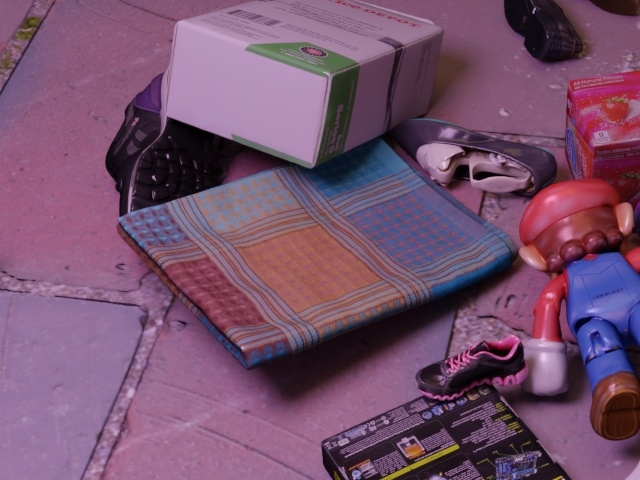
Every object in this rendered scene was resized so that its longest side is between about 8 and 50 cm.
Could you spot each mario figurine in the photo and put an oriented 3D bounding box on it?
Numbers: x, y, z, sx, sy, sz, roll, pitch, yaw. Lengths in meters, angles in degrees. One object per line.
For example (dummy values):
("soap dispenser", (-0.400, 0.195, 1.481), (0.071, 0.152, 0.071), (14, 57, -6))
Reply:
("mario figurine", (0.306, 0.069, 1.683), (0.198, 0.170, 0.321), (7, 40, -19))

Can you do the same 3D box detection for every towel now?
("towel", (0.000, 0.000, 1.776), (0.370, 0.040, 0.271), (-19, 44, -33))

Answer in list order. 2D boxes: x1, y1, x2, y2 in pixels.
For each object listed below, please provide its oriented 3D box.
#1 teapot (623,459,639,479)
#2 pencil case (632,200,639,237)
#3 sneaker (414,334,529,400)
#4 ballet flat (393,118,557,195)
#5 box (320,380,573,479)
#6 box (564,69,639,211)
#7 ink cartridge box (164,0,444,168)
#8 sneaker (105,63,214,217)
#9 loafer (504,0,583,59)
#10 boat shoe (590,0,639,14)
("teapot", (0.399, 0.244, 1.435), (0.256, 0.187, 0.252), (14, 22, 35))
("pencil case", (0.410, 0.004, 1.769), (0.070, 0.064, 0.151), (-51, 49, 7))
("sneaker", (0.150, 0.122, 1.620), (0.119, 0.057, 0.047), (-13, 45, -9))
("ballet flat", (0.174, -0.093, 1.895), (0.203, 0.074, 0.074), (14, 47, 17))
("box", (0.124, 0.230, 1.578), (0.190, 0.045, 0.184), (-23, 48, -18))
("box", (0.417, -0.118, 1.854), (0.256, 0.123, 0.128), (-8, 43, -2))
("ink cartridge box", (-0.013, -0.201, 1.919), (0.211, 0.122, 0.289), (21, 26, 25))
("sneaker", (-0.199, -0.080, 1.910), (0.124, 0.107, 0.283), (-29, 33, 34))
("loafer", (0.285, -0.289, 2.104), (0.061, 0.062, 0.170), (4, 43, -22))
("boat shoe", (0.370, -0.340, 2.145), (0.135, 0.050, 0.045), (29, 59, 31))
